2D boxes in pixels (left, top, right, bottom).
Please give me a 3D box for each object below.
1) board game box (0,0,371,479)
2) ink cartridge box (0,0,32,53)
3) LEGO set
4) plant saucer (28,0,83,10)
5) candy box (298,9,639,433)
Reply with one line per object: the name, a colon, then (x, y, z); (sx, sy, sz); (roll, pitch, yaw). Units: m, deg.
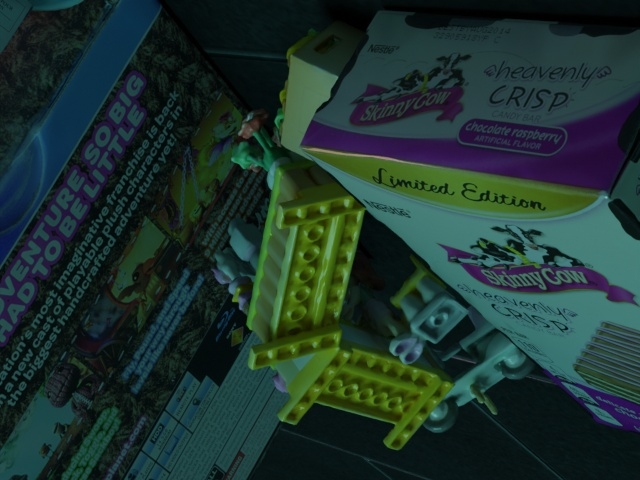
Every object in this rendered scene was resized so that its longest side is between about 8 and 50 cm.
board game box: (-0.134, 0.023, 0.885); (0.141, 0.232, 0.291); (19, 161, 34)
ink cartridge box: (-0.226, -0.119, 0.694); (0.207, 0.097, 0.046); (40, 162, -32)
LEGO set: (0.000, 0.000, 0.810); (0.107, 0.132, 0.287); (51, 178, 39)
plant saucer: (-0.213, -0.202, 0.671); (0.318, 0.043, 0.317); (28, 164, 9)
candy box: (0.124, 0.008, 0.674); (0.159, 0.071, 0.233); (12, 156, 49)
